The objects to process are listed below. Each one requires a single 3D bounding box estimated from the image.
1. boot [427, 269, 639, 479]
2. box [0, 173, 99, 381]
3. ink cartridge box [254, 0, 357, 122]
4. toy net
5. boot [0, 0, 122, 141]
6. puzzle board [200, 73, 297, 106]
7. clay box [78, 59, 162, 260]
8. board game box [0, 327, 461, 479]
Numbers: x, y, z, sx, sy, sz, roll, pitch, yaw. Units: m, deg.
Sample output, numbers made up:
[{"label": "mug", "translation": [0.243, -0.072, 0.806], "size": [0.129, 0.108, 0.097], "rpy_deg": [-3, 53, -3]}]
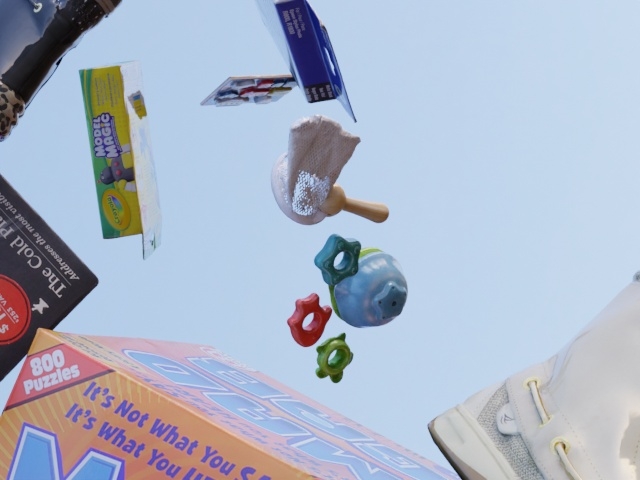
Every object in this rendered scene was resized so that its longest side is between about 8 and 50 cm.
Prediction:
[{"label": "boot", "translation": [0.195, 0.113, 0.808], "size": [0.203, 0.262, 0.095], "rpy_deg": [-38, -57, -4]}, {"label": "box", "translation": [-0.439, 0.034, 1.397], "size": [0.179, 0.343, 0.312], "rpy_deg": [-32, 14, 51]}, {"label": "ink cartridge box", "translation": [-0.038, -0.275, 1.956], "size": [0.045, 0.224, 0.223], "rpy_deg": [-27, -32, -3]}, {"label": "toy net", "translation": [0.000, 0.000, 1.211], "size": [0.122, 0.045, 0.232], "rpy_deg": [-38, -51, -18]}, {"label": "boot", "translation": [-0.305, -0.187, 1.456], "size": [0.085, 0.236, 0.179], "rpy_deg": [46, -110, -35]}, {"label": "puzzle board", "translation": [-0.094, -0.211, 2.190], "size": [0.128, 0.011, 0.096], "rpy_deg": [-6, -16, -33]}, {"label": "clay box", "translation": [-0.226, -0.092, 1.775], "size": [0.127, 0.053, 0.222], "rpy_deg": [-63, -32, -80]}, {"label": "board game box", "translation": [-0.100, 0.321, 1.403], "size": [0.357, 0.356, 0.356], "rpy_deg": [-66, -22, 3]}]
